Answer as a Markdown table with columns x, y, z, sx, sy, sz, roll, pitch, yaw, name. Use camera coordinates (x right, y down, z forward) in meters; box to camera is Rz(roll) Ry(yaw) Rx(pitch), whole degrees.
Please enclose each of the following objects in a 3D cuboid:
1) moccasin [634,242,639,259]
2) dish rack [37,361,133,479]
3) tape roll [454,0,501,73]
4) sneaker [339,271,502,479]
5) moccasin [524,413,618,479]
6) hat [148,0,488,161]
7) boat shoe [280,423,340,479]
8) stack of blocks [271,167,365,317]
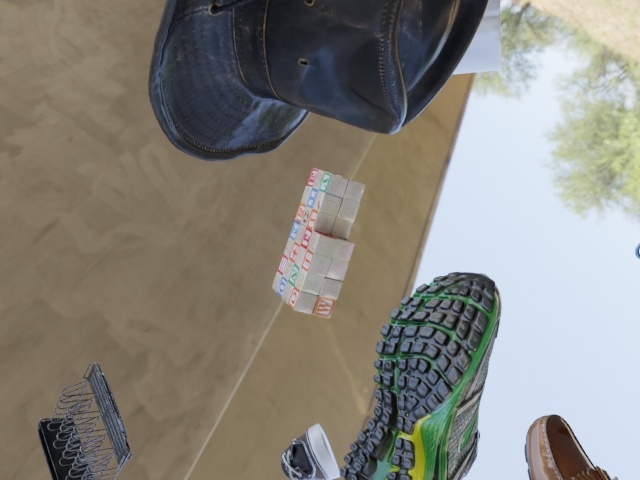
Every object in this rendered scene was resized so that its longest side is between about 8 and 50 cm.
| x | y | z | sx | sy | sz | roll | pitch | yaw | name |
| --- | --- | --- | --- | --- | --- | --- | --- | --- | --- |
| 0.472 | -0.044 | 0.797 | 0.342 | 0.117 | 0.137 | 55 | -131 | -51 | moccasin |
| -0.426 | 0.360 | 1.132 | 0.074 | 0.271 | 0.208 | -8 | -125 | -42 | dish rack |
| 0.302 | -0.485 | 1.352 | 0.246 | 0.169 | 0.246 | 0 | -90 | -73 | tape roll |
| 0.140 | 0.200 | 0.784 | 0.146 | 0.343 | 0.134 | 16 | -173 | -41 | sneaker |
| 0.424 | 0.423 | 0.900 | 0.139 | 0.147 | 0.380 | 14 | -139 | -31 | moccasin |
| 0.037 | -0.165 | 0.436 | 0.134 | 0.331 | 0.331 | 36 | -149 | 14 | hat |
| -0.030 | 0.449 | 1.282 | 0.102 | 0.301 | 0.108 | -20 | -107 | -12 | boat shoe |
| 0.000 | 0.000 | 1.381 | 0.087 | 0.297 | 0.171 | 16 | -174 | -23 | stack of blocks |
